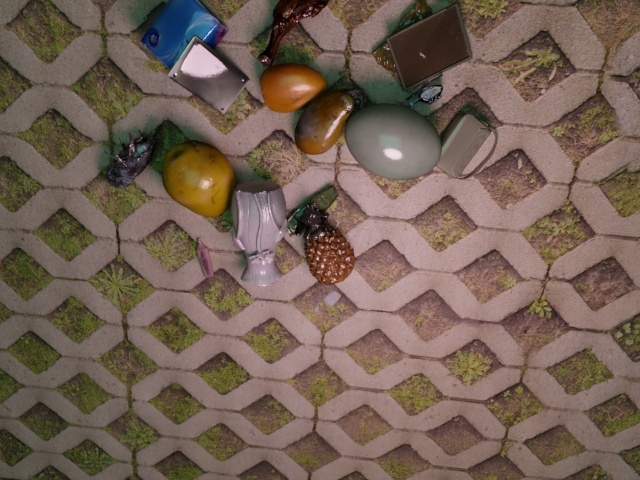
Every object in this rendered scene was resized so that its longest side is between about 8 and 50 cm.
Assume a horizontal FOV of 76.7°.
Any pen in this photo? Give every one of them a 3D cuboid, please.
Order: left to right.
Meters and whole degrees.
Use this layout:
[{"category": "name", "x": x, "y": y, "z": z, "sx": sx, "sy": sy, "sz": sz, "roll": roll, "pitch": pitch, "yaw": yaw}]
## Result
[{"category": "pen", "x": -0.541, "y": 0.079, "z": 1.888, "sx": 0.053, "sy": 0.032, "sz": 0.198, "roll": -9, "pitch": 108, "yaw": 7}]

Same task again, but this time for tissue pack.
[{"category": "tissue pack", "x": -0.521, "y": -0.792, "z": 1.559, "sx": 0.198, "sy": 0.146, "sz": 0.263, "roll": 43, "pitch": 105, "yaw": -9}]

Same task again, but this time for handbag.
[{"category": "handbag", "x": 0.593, "y": -0.373, "z": 1.657, "sx": 0.219, "sy": 0.079, "sz": 0.256, "roll": 29, "pitch": 107, "yaw": -17}]

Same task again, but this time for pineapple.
[{"category": "pineapple", "x": -0.002, "y": 0.001, "z": 1.723, "sx": 0.222, "sy": 0.223, "sz": 0.358, "roll": -26, "pitch": 107, "yaw": 11}]

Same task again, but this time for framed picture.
[{"category": "framed picture", "x": 0.418, "y": -0.736, "z": 1.548, "sx": 0.289, "sy": 0.020, "sz": 0.211, "roll": -25, "pitch": 115, "yaw": 6}]

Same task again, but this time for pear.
[{"category": "pear", "x": -0.500, "y": -0.249, "z": 1.683, "sx": 0.284, "sy": 0.285, "sz": 0.337, "roll": 3, "pitch": 147, "yaw": 3}]

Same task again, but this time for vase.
[{"category": "vase", "x": -0.258, "y": -0.026, "z": 1.730, "sx": 0.249, "sy": 0.250, "sz": 0.446, "roll": 3, "pitch": 115, "yaw": 3}]

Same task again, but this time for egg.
[{"category": "egg", "x": 0.280, "y": -0.379, "z": 1.565, "sx": 0.388, "sy": 0.276, "sz": 0.276, "roll": 20, "pitch": 107, "yaw": -8}]

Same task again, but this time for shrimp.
[{"category": "shrimp", "x": -0.797, "y": -0.360, "z": 1.699, "sx": 0.137, "sy": 0.172, "sz": 0.372, "roll": 38, "pitch": 113, "yaw": -2}]

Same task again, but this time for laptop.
[{"category": "laptop", "x": -0.434, "y": -0.640, "z": 1.591, "sx": 0.188, "sy": 0.015, "sz": 0.269, "roll": -47, "pitch": 135, "yaw": 16}]

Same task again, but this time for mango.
[{"category": "mango", "x": -0.102, "y": -0.609, "z": 1.594, "sx": 0.256, "sy": 0.138, "sz": 0.188, "roll": -12, "pitch": 118, "yaw": 13}, {"category": "mango", "x": 0.012, "y": -0.465, "z": 1.589, "sx": 0.316, "sy": 0.146, "sz": 0.193, "roll": -39, "pitch": 67, "yaw": 42}]

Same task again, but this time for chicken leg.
[{"category": "chicken leg", "x": -0.104, "y": -0.840, "z": 1.531, "sx": 0.407, "sy": 0.096, "sz": 0.158, "roll": -47, "pitch": 68, "yaw": 7}]

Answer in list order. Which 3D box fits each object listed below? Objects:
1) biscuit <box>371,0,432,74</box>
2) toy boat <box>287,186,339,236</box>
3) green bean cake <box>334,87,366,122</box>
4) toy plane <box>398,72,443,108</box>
[{"category": "biscuit", "x": 0.351, "y": -0.765, "z": 1.567, "sx": 0.187, "sy": 0.036, "sz": 0.274, "roll": 38, "pitch": 104, "yaw": -13}, {"category": "toy boat", "x": -0.040, "y": -0.130, "z": 1.779, "sx": 0.293, "sy": 0.055, "sz": 0.093, "roll": -38, "pitch": 100, "yaw": 14}, {"category": "green bean cake", "x": 0.118, "y": -0.546, "z": 1.640, "sx": 0.135, "sy": 0.056, "sz": 0.136, "roll": 0, "pitch": 107, "yaw": 5}, {"category": "toy plane", "x": 0.410, "y": -0.574, "z": 1.610, "sx": 0.197, "sy": 0.053, "sz": 0.078, "roll": -29, "pitch": 110, "yaw": 18}]
